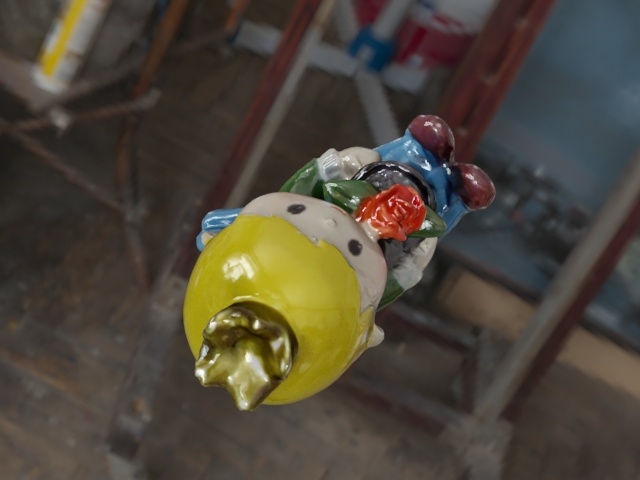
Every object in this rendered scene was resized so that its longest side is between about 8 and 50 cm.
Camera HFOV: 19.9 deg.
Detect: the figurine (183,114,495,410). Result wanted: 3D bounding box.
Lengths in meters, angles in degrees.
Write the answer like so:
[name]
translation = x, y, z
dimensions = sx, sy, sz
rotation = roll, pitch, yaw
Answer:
[figurine]
translation = 0.011, 0.010, 1.084
dimensions = 0.127, 0.185, 0.234
rotation = 61, 14, 3
